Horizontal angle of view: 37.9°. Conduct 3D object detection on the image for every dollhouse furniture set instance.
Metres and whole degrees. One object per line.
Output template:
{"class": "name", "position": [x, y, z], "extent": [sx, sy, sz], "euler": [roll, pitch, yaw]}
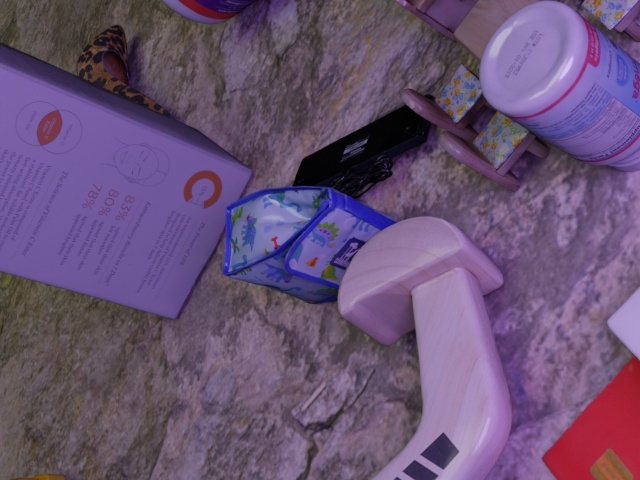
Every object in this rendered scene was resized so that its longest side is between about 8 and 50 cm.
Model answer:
{"class": "dollhouse furniture set", "position": [0.137, -0.210, 0.822], "extent": [0.212, 0.161, 0.242], "euler": [-52, 43, 19]}

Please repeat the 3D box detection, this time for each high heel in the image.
{"class": "high heel", "position": [-0.270, -0.232, 1.369], "extent": [0.186, 0.093, 0.261], "euler": [-10, 56, 26]}

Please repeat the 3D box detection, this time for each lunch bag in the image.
{"class": "lunch bag", "position": [0.000, 0.000, 0.908], "extent": [0.151, 0.128, 0.096], "euler": [-23, 59, 39]}

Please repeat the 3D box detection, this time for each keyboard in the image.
{"class": "keyboard", "position": [0.044, -0.079, 0.980], "extent": [0.192, 0.038, 0.100], "euler": [-23, 34, 42]}

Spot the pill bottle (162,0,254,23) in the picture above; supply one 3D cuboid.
{"class": "pill bottle", "position": [-0.072, -0.409, 1.126], "extent": [0.323, 0.181, 0.182], "euler": [-25, 56, 40]}

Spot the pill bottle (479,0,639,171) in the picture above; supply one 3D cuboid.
{"class": "pill bottle", "position": [0.200, -0.109, 0.707], "extent": [0.087, 0.160, 0.087], "euler": [-22, 59, 41]}

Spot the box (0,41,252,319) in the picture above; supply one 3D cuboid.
{"class": "box", "position": [-0.293, -0.072, 1.097], "extent": [0.168, 0.345, 0.215], "euler": [39, 103, 49]}

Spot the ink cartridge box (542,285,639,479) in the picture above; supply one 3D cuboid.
{"class": "ink cartridge box", "position": [0.285, 0.148, 0.575], "extent": [0.261, 0.066, 0.296], "euler": [-53, 42, 17]}

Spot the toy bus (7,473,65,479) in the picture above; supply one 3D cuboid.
{"class": "toy bus", "position": [-0.427, 0.395, 1.151], "extent": [0.149, 0.211, 0.220], "euler": [-31, 51, 38]}

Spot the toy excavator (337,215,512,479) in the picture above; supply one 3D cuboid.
{"class": "toy excavator", "position": [0.057, 0.248, 0.712], "extent": [0.445, 0.222, 0.433], "euler": [-46, 43, 5]}
